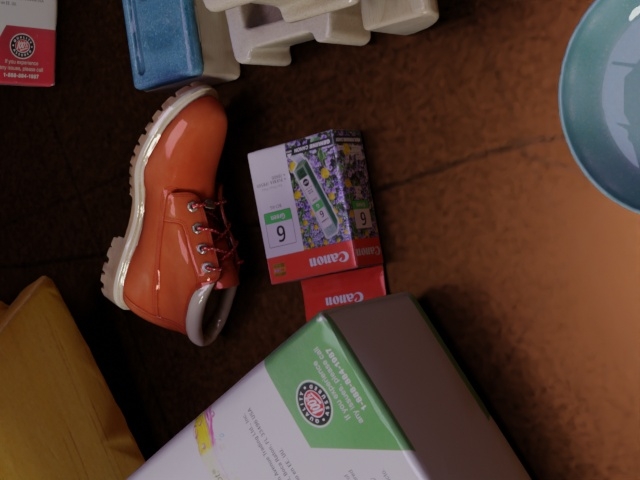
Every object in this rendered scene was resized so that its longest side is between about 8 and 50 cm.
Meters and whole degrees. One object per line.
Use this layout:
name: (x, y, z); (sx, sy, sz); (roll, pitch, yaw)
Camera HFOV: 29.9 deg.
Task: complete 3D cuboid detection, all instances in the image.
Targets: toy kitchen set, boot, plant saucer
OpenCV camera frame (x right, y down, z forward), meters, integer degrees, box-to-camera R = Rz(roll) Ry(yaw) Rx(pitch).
toy kitchen set: (-0.062, -0.157, 0.620); (0.207, 0.166, 0.122); (-9, 89, 37)
boot: (-0.073, -0.013, 0.712); (0.085, 0.059, 0.157); (32, 120, 27)
plant saucer: (0.167, -0.069, 0.546); (0.119, 0.021, 0.119); (3, 96, 37)

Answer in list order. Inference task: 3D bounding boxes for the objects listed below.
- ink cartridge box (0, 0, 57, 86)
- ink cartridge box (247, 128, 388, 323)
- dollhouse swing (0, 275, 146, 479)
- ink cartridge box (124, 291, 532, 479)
ink cartridge box: (-0.239, -0.190, 0.775); (0.072, 0.127, 0.175); (8, 98, 39)
ink cartridge box: (0.000, 0.000, 0.672); (0.063, 0.029, 0.115); (-13, 86, 36)
dollhouse swing: (-0.312, 0.247, 0.739); (0.347, 0.305, 0.315); (-28, 89, 35)
ink cartridge box: (-0.003, 0.150, 0.644); (0.212, 0.093, 0.154); (-42, 72, 30)
